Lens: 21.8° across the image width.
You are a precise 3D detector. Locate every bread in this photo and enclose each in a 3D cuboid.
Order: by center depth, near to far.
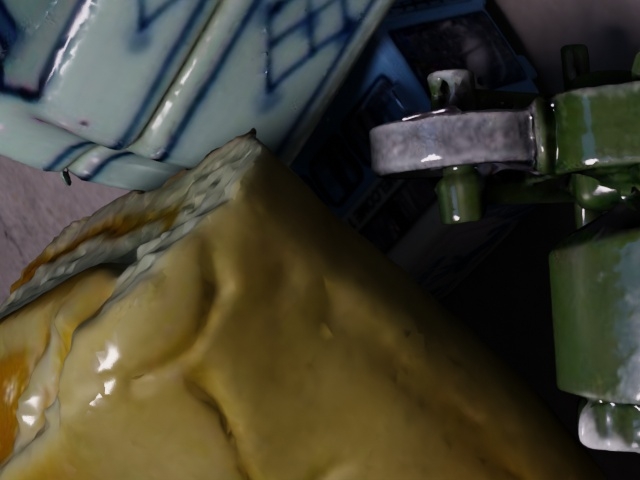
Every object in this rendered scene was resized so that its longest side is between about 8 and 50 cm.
[{"bbox_3d":[-0.023,0.145,0.748,0.341,0.210,0.300,44,152,-19],"label":"bread"}]

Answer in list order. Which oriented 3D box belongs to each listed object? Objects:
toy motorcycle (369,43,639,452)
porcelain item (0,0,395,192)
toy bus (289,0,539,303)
[{"bbox_3d":[0.164,0.009,0.679,0.275,0.127,0.205,-4,89,19],"label":"toy motorcycle"},{"bbox_3d":[-0.078,-0.186,0.798,0.286,0.157,0.281,-56,40,25],"label":"porcelain item"},{"bbox_3d":[0.000,0.000,0.887,0.131,0.106,0.297,56,134,15],"label":"toy bus"}]
